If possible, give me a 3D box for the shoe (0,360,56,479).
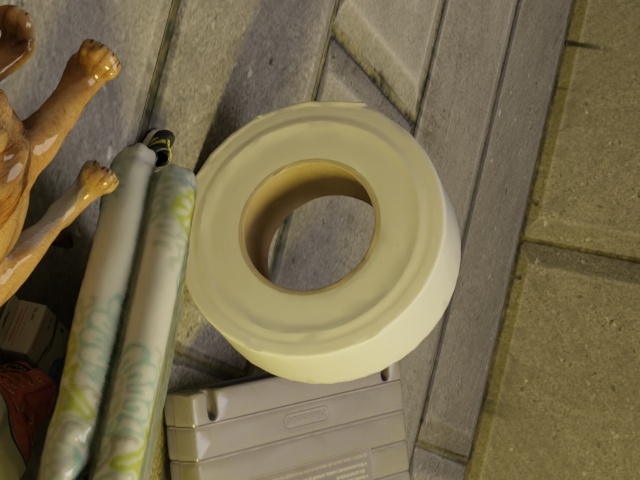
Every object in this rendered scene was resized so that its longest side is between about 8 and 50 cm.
[{"bbox_3d":[-0.268,0.126,1.397,0.178,0.063,0.081,83,24,-55],"label":"shoe"}]

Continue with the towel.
[{"bbox_3d":[-0.181,0.143,1.439,0.320,0.090,0.374,105,-5,-66],"label":"towel"}]

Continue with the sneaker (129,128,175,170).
[{"bbox_3d":[-0.157,-0.083,1.632,0.083,0.035,0.031,-47,145,-57],"label":"sneaker"}]

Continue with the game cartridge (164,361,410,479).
[{"bbox_3d":[-0.029,0.260,1.920,0.355,0.068,0.230,-7,96,-48],"label":"game cartridge"}]

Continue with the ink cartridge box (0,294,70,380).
[{"bbox_3d":[-0.250,0.085,1.469,0.083,0.028,0.048,63,42,-61],"label":"ink cartridge box"}]

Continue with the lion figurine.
[{"bbox_3d":[-0.255,-0.017,1.201,0.240,0.142,0.392,-55,164,-26],"label":"lion figurine"}]

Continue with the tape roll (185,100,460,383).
[{"bbox_3d":[0.000,0.000,1.753,0.100,0.286,0.286,54,50,-65],"label":"tape roll"}]
